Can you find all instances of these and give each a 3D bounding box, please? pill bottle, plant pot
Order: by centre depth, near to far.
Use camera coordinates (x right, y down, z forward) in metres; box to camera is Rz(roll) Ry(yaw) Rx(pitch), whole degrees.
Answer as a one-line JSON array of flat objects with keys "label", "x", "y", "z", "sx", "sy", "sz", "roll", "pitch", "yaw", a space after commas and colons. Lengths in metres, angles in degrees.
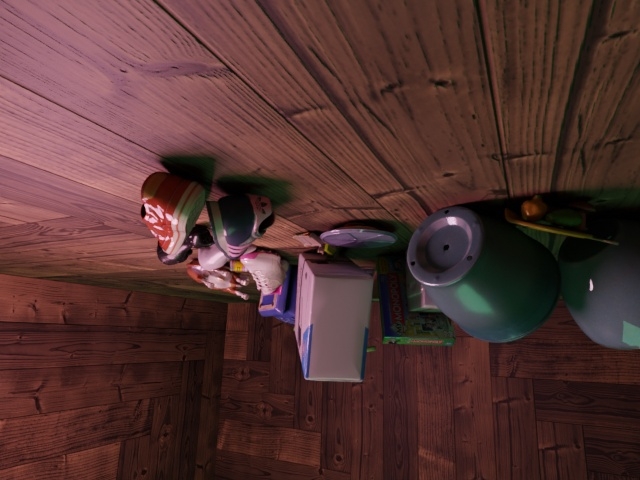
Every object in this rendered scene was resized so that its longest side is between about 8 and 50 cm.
[{"label": "plant pot", "x": 0.652, "y": 0.062, "z": 0.922, "sx": 0.195, "sy": 0.290, "sz": 0.290, "roll": 43, "pitch": 157, "yaw": -8}, {"label": "plant pot", "x": 0.340, "y": 0.058, "z": 0.924, "sx": 0.255, "sy": 0.271, "sz": 0.272, "roll": 30, "pitch": 152, "yaw": -35}, {"label": "pill bottle", "x": -0.303, "y": 0.097, "z": 1.603, "sx": 0.083, "sy": 0.043, "sz": 0.043, "roll": 2, "pitch": 167, "yaw": -2}, {"label": "plant pot", "x": -0.121, "y": 0.224, "z": 1.741, "sx": 0.212, "sy": 0.236, "sz": 0.236, "roll": 17, "pitch": 161, "yaw": -27}]

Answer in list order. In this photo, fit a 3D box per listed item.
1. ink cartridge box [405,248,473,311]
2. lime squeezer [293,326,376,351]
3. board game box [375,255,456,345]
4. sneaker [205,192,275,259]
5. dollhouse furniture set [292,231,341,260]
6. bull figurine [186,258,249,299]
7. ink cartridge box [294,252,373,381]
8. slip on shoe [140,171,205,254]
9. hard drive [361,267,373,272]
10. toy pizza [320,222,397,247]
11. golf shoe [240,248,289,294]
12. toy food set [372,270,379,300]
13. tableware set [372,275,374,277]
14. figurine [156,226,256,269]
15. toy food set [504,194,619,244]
[{"label": "ink cartridge box", "x": 0.401, "y": 0.107, "z": 1.211, "sx": 0.270, "sy": 0.197, "sz": 0.198, "roll": 1, "pitch": 167, "yaw": -2}, {"label": "lime squeezer", "x": 0.023, "y": 0.359, "z": 1.406, "sx": 0.310, "sy": 0.058, "sz": 0.110, "roll": 7, "pitch": -173, "yaw": 26}, {"label": "board game box", "x": 0.295, "y": 0.184, "z": 1.343, "sx": 0.214, "sy": 0.317, "sz": 0.046, "roll": 2, "pitch": 138, "yaw": -1}, {"label": "sneaker", "x": -0.161, "y": -0.027, "z": 0.921, "sx": 0.131, "sy": 0.112, "sz": 0.319, "roll": -14, "pitch": 176, "yaw": -7}, {"label": "dollhouse furniture set", "x": 0.000, "y": 0.000, "z": 1.190, "sx": 0.076, "sy": 0.058, "sz": 0.152, "roll": -1, "pitch": 150, "yaw": 47}, {"label": "bull figurine", "x": -0.384, "y": 0.154, "z": 1.666, "sx": 0.188, "sy": 0.101, "sz": 0.310, "roll": 17, "pitch": 176, "yaw": 42}, {"label": "ink cartridge box", "x": 0.022, "y": 0.204, "z": 1.256, "sx": 0.166, "sy": 0.285, "sz": 0.395, "roll": 4, "pitch": -174, "yaw": -8}, {"label": "slip on shoe", "x": -0.302, "y": -0.053, "z": 0.838, "sx": 0.101, "sy": 0.123, "sz": 0.331, "roll": 28, "pitch": 161, "yaw": -12}, {"label": "hard drive", "x": 0.148, "y": 0.128, "z": 1.723, "sx": 0.135, "sy": 0.022, "sz": 0.094, "roll": 1, "pitch": 167, "yaw": 3}, {"label": "toy pizza", "x": 0.100, "y": -0.014, "z": 1.095, "sx": 0.201, "sy": 0.032, "sz": 0.201, "roll": 2, "pitch": 168, "yaw": 1}, {"label": "golf shoe", "x": -0.188, "y": 0.114, "z": 1.456, "sx": 0.115, "sy": 0.140, "sz": 0.306, "roll": -1, "pitch": 165, "yaw": 18}, {"label": "toy food set", "x": 0.311, "y": 0.185, "z": 1.529, "sx": 0.306, "sy": 0.092, "sz": 0.219, "roll": -5, "pitch": -154, "yaw": 28}, {"label": "tableware set", "x": 0.194, "y": 0.169, "z": 1.870, "sx": 0.128, "sy": 0.039, "sz": 0.194, "roll": -15, "pitch": 168, "yaw": 18}, {"label": "figurine", "x": -0.319, "y": 0.020, "z": 1.195, "sx": 0.209, "sy": 0.092, "sz": 0.215, "roll": -16, "pitch": 160, "yaw": 41}, {"label": "toy food set", "x": 0.474, "y": -0.051, "z": 0.834, "sx": 0.218, "sy": 0.071, "sz": 0.128, "roll": 8, "pitch": -171, "yaw": -19}]
